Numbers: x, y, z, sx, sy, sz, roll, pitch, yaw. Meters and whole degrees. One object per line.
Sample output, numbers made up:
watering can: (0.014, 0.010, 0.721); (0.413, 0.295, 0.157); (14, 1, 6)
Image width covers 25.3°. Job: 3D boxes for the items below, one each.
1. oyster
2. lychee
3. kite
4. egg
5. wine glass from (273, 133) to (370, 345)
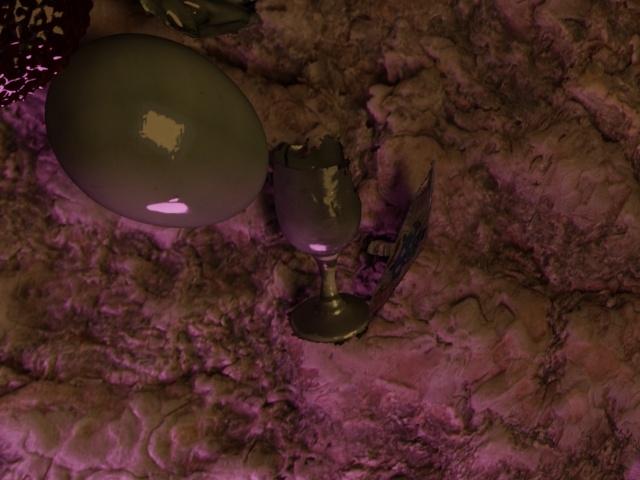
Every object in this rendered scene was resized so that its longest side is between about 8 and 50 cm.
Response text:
oyster: (-0.161, -0.341, 1.869); (0.199, 0.087, 0.252); (64, 35, -17)
lychee: (-0.382, -0.269, 1.516); (0.304, 0.276, 0.276); (-46, 144, 15)
kite: (0.129, 0.018, 2.372); (0.335, 0.011, 0.314); (-68, 161, 10)
egg: (-0.199, -0.131, 1.819); (0.371, 0.230, 0.230); (31, 85, -57)
wine glass: (0.000, 0.000, 2.191); (0.143, 0.143, 0.321); (-33, 131, -35)
